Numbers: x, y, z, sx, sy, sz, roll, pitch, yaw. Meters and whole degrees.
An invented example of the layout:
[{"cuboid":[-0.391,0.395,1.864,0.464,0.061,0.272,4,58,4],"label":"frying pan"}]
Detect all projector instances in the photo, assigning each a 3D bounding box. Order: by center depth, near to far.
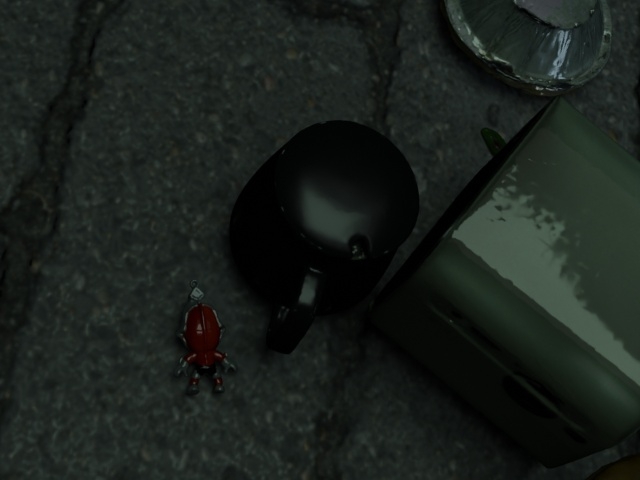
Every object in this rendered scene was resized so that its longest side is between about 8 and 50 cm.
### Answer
[{"cuboid":[0.227,0.046,1.162,0.249,0.248,0.248,40,68,1],"label":"projector"}]

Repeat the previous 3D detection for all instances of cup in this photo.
[{"cuboid":[0.000,0.000,1.158,0.169,0.176,0.223,21,62,-12],"label":"cup"}]

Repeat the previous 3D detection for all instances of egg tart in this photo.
[{"cuboid":[0.257,-0.286,1.413,0.234,0.094,0.234,8,63,-16],"label":"egg tart"}]

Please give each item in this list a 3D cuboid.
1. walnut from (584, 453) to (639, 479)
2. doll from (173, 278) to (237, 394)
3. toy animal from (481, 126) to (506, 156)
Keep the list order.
[{"cuboid":[0.304,0.343,1.042,0.344,0.306,0.306,-31,80,-34],"label":"walnut"},{"cuboid":[-0.116,0.094,1.157,0.057,0.039,0.114,-9,77,7],"label":"doll"},{"cuboid":[0.256,-0.047,1.334,0.041,0.075,0.217,-26,49,-29],"label":"toy animal"}]
